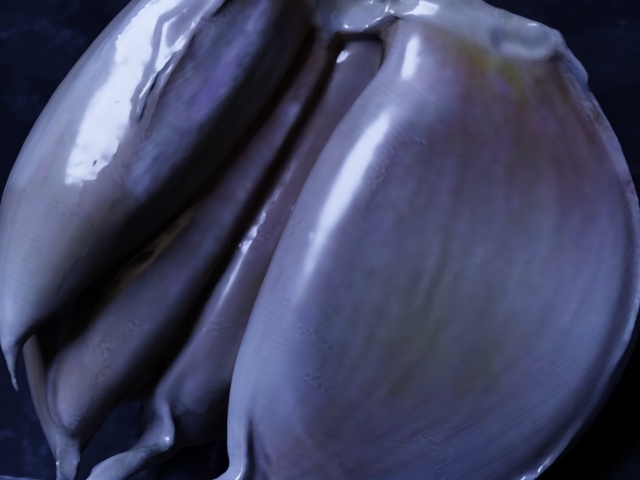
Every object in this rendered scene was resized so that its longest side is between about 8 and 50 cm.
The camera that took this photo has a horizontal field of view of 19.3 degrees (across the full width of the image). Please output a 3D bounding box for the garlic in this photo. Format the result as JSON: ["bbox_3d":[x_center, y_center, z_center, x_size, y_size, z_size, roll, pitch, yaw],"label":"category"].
[{"bbox_3d":[0.000,0.000,0.752,0.210,0.237,0.292,25,96,40],"label":"garlic"}]

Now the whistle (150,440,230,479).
[{"bbox_3d":[-0.072,0.150,0.790,0.033,0.033,0.176,6,59,22],"label":"whistle"}]
